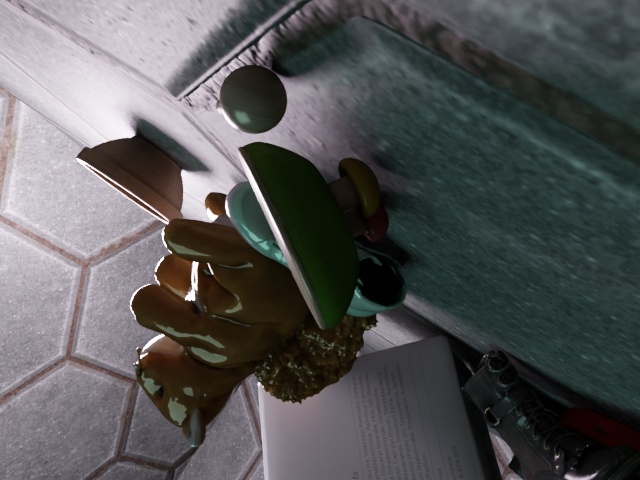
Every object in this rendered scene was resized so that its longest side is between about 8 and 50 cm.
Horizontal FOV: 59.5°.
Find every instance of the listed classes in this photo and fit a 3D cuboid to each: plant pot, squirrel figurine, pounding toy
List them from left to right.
[{"bbox_3d":[-0.366,-0.138,1.149,0.237,0.110,0.237,32,170,6],"label":"plant pot"},{"bbox_3d":[-0.114,0.162,0.922,0.397,0.370,0.281,21,-167,-11],"label":"squirrel figurine"},{"bbox_3d":[0.000,-0.046,0.511,0.183,0.110,0.237,-141,27,-77],"label":"pounding toy"}]

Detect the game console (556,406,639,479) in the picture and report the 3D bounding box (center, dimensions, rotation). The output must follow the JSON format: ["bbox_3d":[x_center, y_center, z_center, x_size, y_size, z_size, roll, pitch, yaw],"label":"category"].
[{"bbox_3d":[0.489,0.438,0.761,0.386,0.060,0.342,18,125,59],"label":"game console"}]

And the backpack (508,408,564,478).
[{"bbox_3d":[0.429,0.389,1.024,0.166,0.144,0.188,27,175,9],"label":"backpack"}]

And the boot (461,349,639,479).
[{"bbox_3d":[0.309,0.262,0.810,0.229,0.091,0.263,60,154,22],"label":"boot"}]

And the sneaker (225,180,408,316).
[{"bbox_3d":[0.001,0.000,0.704,0.256,0.094,0.151,38,162,-9],"label":"sneaker"}]

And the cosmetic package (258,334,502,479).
[{"bbox_3d":[0.129,0.426,1.110,0.394,0.327,0.329,-18,149,15],"label":"cosmetic package"}]
